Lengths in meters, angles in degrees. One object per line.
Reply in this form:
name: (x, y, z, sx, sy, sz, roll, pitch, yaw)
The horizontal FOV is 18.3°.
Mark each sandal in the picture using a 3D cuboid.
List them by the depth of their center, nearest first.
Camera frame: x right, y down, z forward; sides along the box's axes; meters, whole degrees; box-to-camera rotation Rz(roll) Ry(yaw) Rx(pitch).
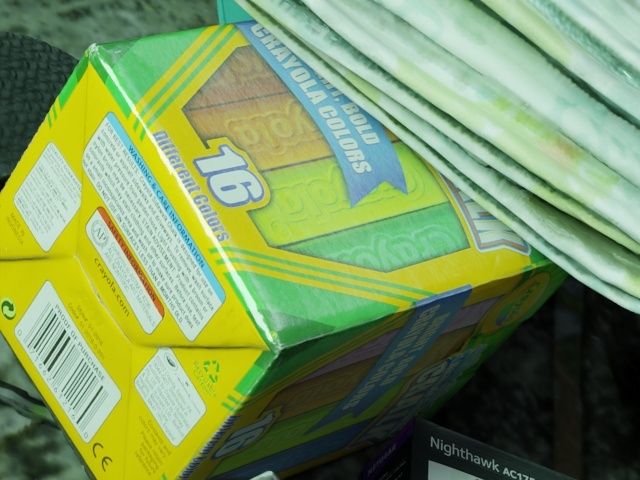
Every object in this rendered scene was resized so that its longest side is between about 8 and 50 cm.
sandal: (-0.150, -0.027, 0.749, 0.067, 0.040, 0.179, 45, 46, 8)

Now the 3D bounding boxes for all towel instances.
towel: (0.080, -0.160, 0.808, 0.320, 0.090, 0.374, 39, 37, -3)

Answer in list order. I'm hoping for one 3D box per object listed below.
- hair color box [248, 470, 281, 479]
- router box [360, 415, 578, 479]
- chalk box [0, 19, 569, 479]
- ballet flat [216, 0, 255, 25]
hair color box: (0.010, 0.253, 0.564, 0.174, 0.105, 0.347, -23, 70, -44)
router box: (0.099, 0.157, 0.754, 0.179, 0.046, 0.133, 23, 43, -17)
chalk box: (0.000, 0.000, 0.759, 0.213, 0.132, 0.132, -17, 65, -42)
ballet flat: (0.000, -0.193, 0.957, 0.124, 0.116, 0.342, 22, 44, -41)
